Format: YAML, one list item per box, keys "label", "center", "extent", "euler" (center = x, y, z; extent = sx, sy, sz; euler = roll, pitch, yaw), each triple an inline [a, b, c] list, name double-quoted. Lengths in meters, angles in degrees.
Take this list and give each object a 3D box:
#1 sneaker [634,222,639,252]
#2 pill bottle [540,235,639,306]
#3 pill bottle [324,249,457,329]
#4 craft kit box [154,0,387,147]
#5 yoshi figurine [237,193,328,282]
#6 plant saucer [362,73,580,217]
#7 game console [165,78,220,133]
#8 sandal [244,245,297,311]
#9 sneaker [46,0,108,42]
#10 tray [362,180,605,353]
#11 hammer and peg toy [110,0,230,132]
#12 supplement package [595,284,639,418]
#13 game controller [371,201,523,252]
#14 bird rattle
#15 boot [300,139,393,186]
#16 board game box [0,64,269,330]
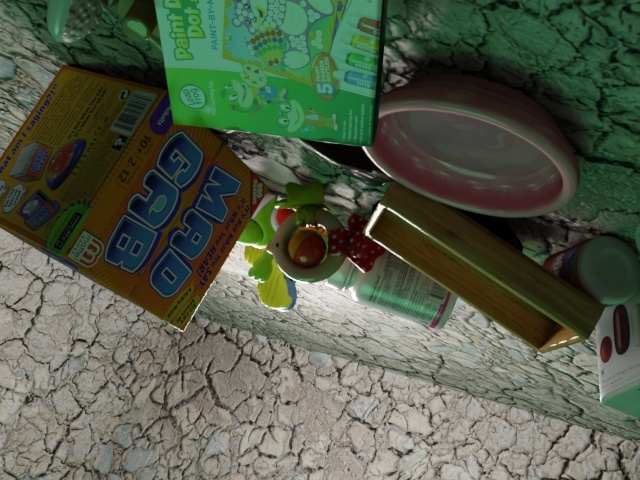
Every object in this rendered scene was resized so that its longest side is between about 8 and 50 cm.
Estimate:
- label: "sneaker"
  center: [0.642, 0.057, 1.214]
  extent: [0.321, 0.127, 0.126]
  euler: [45, 161, 15]
- label: "pill bottle"
  center: [0.473, 0.072, 1.444]
  extent: [0.121, 0.121, 0.216]
  euler: [25, 162, -7]
- label: "pill bottle"
  center: [0.163, 0.084, 1.784]
  extent: [0.283, 0.160, 0.160]
  euler: [19, 163, 0]
- label: "craft kit box"
  center: [-0.053, -0.226, 0.862]
  extent: [0.246, 0.061, 0.250]
  euler: [9, 137, 9]
- label: "yoshi figurine"
  center: [-0.103, 0.006, 1.910]
  extent: [0.362, 0.204, 0.203]
  euler: [23, 179, -7]
- label: "plant saucer"
  center: [0.223, -0.144, 1.175]
  extent: [0.332, 0.084, 0.332]
  euler: [19, 163, 6]
- label: "game console"
  center: [-0.235, -0.251, 1.462]
  extent: [0.107, 0.071, 0.122]
  euler: [1, 166, -13]
- label: "sandal"
  center: [-0.102, 0.077, 2.080]
  extent: [0.138, 0.126, 0.317]
  euler: [17, -154, -24]
- label: "sneaker"
  center: [-0.311, -0.370, 0.996]
  extent: [0.094, 0.235, 0.090]
  euler: [21, -167, 4]
- label: "tray"
  center: [0.278, 0.047, 1.409]
  extent: [0.410, 0.076, 0.203]
  euler: [33, 164, 3]
- label: "hammer and peg toy"
  center: [-0.122, -0.273, 0.969]
  extent: [0.265, 0.127, 0.361]
  euler: [28, 139, -15]
- label: "supplement package"
  center: [0.601, 0.182, 1.365]
  extent: [0.149, 0.203, 0.194]
  euler: [24, 141, -17]
- label: "game controller"
  center: [0.247, -0.020, 1.593]
  extent: [0.319, 0.067, 0.166]
  euler: [4, 140, 46]
- label: "bird rattle"
  center: [0.000, 0.000, 1.691]
  extent: [0.253, 0.207, 0.143]
  euler: [41, -179, 12]
- label: "boot"
  center: [0.040, -0.151, 1.404]
  extent: [0.219, 0.082, 0.106]
  euler: [24, 160, -7]
- label: "board game box"
  center: [-0.404, -0.090, 1.612]
  extent: [0.356, 0.357, 0.356]
  euler: [21, 166, 38]
